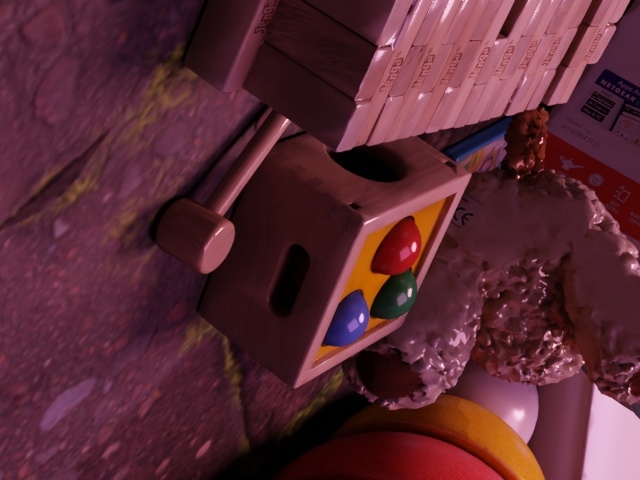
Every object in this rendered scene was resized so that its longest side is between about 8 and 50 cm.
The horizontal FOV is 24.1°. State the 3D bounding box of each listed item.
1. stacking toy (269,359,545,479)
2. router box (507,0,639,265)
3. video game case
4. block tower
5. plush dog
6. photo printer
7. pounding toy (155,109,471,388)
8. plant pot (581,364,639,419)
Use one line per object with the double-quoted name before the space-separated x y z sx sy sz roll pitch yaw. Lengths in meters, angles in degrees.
"stacking toy" 0.084 0.249 1.243 0.480 0.350 0.350 -52 164 -51
"router box" 0.370 -0.071 1.202 0.301 0.335 0.082 -52 159 -17
"video game case" 0.108 -0.019 1.195 0.119 0.015 0.166 -29 148 -47
"block tower" 0.069 -0.125 0.854 0.335 0.097 0.091 -16 136 -56
"plush dog" 0.148 0.036 1.123 0.225 0.262 0.210 76 13 -69
"photo printer" 0.331 0.172 1.607 0.256 0.107 0.307 -7 108 -38
"pounding toy" 0.000 -0.006 0.887 0.206 0.094 0.181 -25 144 -51
"plant pot" 0.342 0.056 1.324 0.196 0.293 0.293 -88 -165 -54
